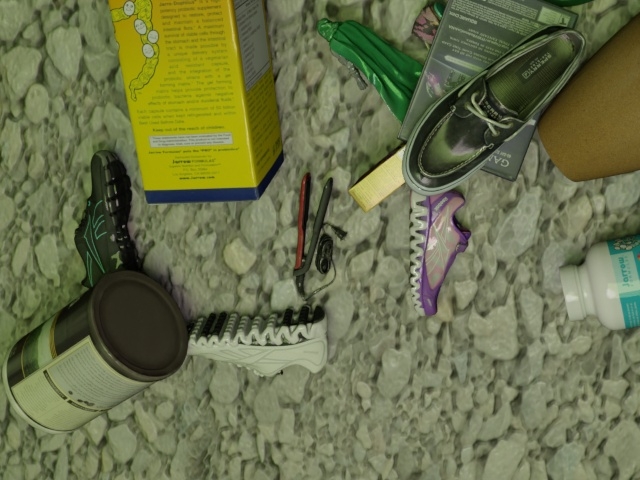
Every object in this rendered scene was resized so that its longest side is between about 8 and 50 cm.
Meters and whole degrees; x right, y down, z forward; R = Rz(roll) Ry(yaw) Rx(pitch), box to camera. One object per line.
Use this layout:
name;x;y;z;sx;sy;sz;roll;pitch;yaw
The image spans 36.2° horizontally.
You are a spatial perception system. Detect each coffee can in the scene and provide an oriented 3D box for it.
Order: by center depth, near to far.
coffee can;-0.397;0.200;1.718;0.275;0.201;0.201;-32;96;33

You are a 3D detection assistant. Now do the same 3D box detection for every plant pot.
plant pot;0.464;-0.199;1.471;0.254;0.237;0.237;-32;96;31

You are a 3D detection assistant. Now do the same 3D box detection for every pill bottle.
pill bottle;0.519;0.061;1.553;0.264;0.146;0.146;-13;101;14

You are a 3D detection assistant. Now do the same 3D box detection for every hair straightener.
hair straightener;0.000;0.000;1.697;0.089;0.047;0.230;10;106;9

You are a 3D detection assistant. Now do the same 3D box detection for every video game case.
video game case;0.257;-0.252;1.508;0.196;0.026;0.274;20;93;-1

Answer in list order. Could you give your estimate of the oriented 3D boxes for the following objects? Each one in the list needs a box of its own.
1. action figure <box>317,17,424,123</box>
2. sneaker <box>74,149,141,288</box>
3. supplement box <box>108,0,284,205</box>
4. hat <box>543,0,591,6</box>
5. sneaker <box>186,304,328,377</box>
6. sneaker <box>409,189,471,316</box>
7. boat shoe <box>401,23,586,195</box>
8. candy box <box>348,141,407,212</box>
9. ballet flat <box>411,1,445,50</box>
action figure;0.090;-0.282;1.576;0.232;0.137;0.063;39;147;-4
sneaker;-0.393;-0.027;1.745;0.106;0.101;0.267;0;104;14
supplement box;-0.190;-0.257;1.565;0.195;0.194;0.356;-1;113;12
hat;0.391;-0.492;1.497;0.173;0.183;0.208;26;146;-31
sneaker;-0.126;0.192;1.749;0.292;0.110;0.118;-4;112;13
sneaker;0.200;0.015;1.641;0.105;0.095;0.236;1;104;4
boat shoe;0.248;-0.201;1.437;0.121;0.119;0.335;44;92;-2
candy box;0.137;-0.129;1.603;0.187;0.109;0.053;-37;95;17
ballet flat;0.238;-0.287;1.563;0.221;0.077;0.079;38;126;-3
